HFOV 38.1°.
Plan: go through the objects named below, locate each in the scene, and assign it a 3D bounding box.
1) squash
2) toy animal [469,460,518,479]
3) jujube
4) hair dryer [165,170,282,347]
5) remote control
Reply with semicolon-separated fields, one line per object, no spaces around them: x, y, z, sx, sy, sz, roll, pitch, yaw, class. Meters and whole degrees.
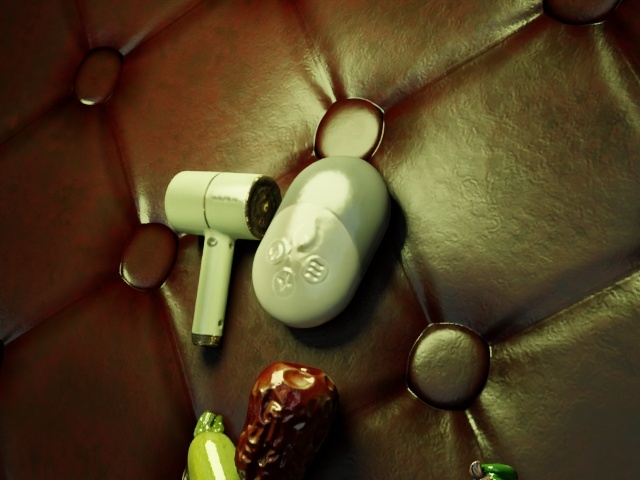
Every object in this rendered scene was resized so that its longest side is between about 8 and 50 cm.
-0.190;0.430;1.650;0.137;0.137;0.288;-40;55;12;squash
0.246;0.447;1.429;0.103;0.100;0.209;159;119;-66;toy animal
-0.063;0.321;1.599;0.155;0.155;0.230;28;99;33;jujube
-0.203;0.048;1.789;0.203;0.128;0.362;5;84;30;hair dryer
0.000;0.000;1.689;0.221;0.103;0.332;25;86;30;remote control
